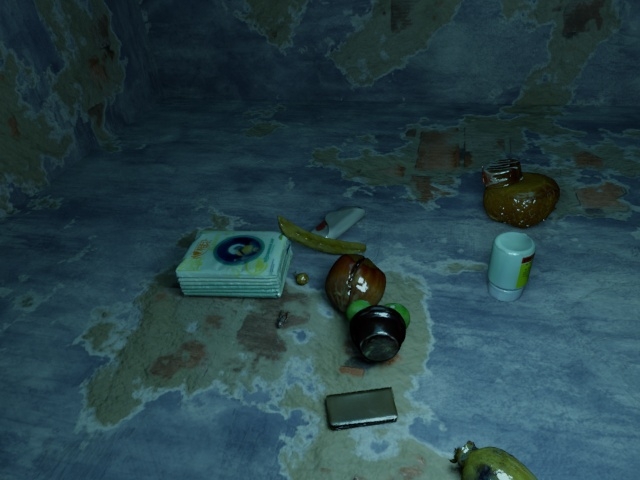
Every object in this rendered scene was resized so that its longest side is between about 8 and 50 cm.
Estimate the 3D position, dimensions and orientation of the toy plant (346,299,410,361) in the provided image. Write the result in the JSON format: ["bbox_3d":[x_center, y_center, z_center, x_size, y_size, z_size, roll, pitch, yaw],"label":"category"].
[{"bbox_3d":[0.191,0.275,1.507,0.217,0.176,0.235,13,27,-4],"label":"toy plant"}]

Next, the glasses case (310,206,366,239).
[{"bbox_3d":[0.069,-0.078,2.053,0.128,0.083,0.308,23,45,32],"label":"glasses case"}]

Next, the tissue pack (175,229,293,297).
[{"bbox_3d":[-0.324,0.087,1.821,0.387,0.162,0.287,1,34,7],"label":"tissue pack"}]

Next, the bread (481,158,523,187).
[{"bbox_3d":[0.748,-0.279,1.928,0.160,0.073,0.160,-16,27,8],"label":"bread"}]

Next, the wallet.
[{"bbox_3d":[0.119,0.482,1.347,0.197,0.031,0.110,-7,37,-2],"label":"wallet"}]

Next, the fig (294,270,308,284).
[{"bbox_3d":[-0.078,0.143,1.812,0.050,0.050,0.083,-24,31,-23],"label":"fig"}]

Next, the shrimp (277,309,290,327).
[{"bbox_3d":[-0.128,0.275,1.655,0.038,0.029,0.092,-2,33,6],"label":"shrimp"}]

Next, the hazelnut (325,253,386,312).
[{"bbox_3d":[0.123,0.155,1.662,0.212,0.181,0.181,21,24,17],"label":"hazelnut"}]

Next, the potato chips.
[{"bbox_3d":[0.000,0.000,1.882,0.406,0.080,0.057,18,39,-22],"label":"potato chips"}]

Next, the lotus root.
[{"bbox_3d":[0.413,0.572,1.105,0.154,0.154,0.278,-22,35,-21],"label":"lotus root"}]

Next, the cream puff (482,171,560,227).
[{"bbox_3d":[0.840,-0.165,1.972,0.302,0.212,0.303,-10,32,6],"label":"cream puff"}]

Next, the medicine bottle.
[{"bbox_3d":[0.662,0.092,1.635,0.139,0.226,0.139,-3,36,2],"label":"medicine bottle"}]
